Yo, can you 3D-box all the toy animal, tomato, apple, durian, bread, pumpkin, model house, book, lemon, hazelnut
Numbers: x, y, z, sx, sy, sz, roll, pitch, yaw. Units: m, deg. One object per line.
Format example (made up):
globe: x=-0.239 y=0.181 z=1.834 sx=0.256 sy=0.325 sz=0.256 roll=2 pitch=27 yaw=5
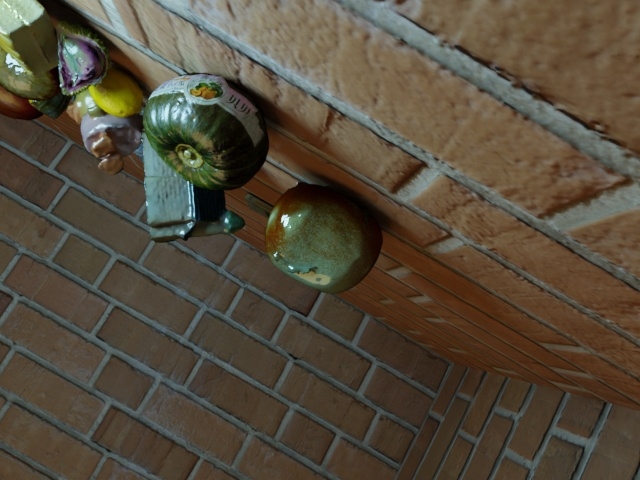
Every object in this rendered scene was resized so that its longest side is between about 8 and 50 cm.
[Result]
toy animal: x=-0.604 y=-0.343 z=1.461 sx=0.281 sy=0.169 sz=0.195 roll=55 pitch=160 yaw=24
tomato: x=0.000 y=0.000 z=1.341 sx=0.304 sy=0.238 sz=0.303 roll=28 pitch=174 yaw=3
apple: x=-1.224 y=-0.640 z=2.048 sx=0.329 sy=0.295 sz=0.365 roll=-21 pitch=143 yaw=26
durian: x=-0.533 y=-0.418 z=1.200 sx=0.108 sy=0.119 sz=0.186 roll=7 pitch=130 yaw=-11
bread: x=-0.691 y=-0.500 z=1.126 sx=0.246 sy=0.111 sz=0.239 roll=47 pitch=165 yaw=-6
pumpkin: x=-0.223 y=-0.228 z=1.075 sx=0.260 sy=0.189 sz=0.260 roll=21 pitch=145 yaw=16
pumpkin: x=-0.955 y=-0.540 z=1.807 sx=0.248 sy=0.126 sz=0.131 roll=46 pitch=-174 yaw=26
model house: x=-0.350 y=-0.149 z=1.480 sx=0.285 sy=0.298 sz=0.243 roll=-6 pitch=175 yaw=-7
book: x=-0.151 y=-0.082 z=1.988 sx=0.283 sy=0.025 sz=0.215 roll=28 pitch=171 yaw=3
lemon: x=-0.528 y=-0.383 z=1.340 sx=0.155 sy=0.114 sz=0.114 roll=39 pitch=167 yaw=-29
hazelnut: x=-0.767 y=-0.478 z=1.401 sx=0.208 sy=0.208 sz=0.208 roll=29 pitch=170 yaw=6

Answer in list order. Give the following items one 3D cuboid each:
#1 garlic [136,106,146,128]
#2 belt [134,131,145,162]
garlic: x=-0.483 y=-0.347 z=1.550 sx=0.152 sy=0.066 sz=0.084 roll=39 pitch=-165 yaw=-24
belt: x=-0.485 y=-0.264 z=1.792 sx=0.213 sy=0.117 sz=0.347 roll=25 pitch=170 yaw=24
